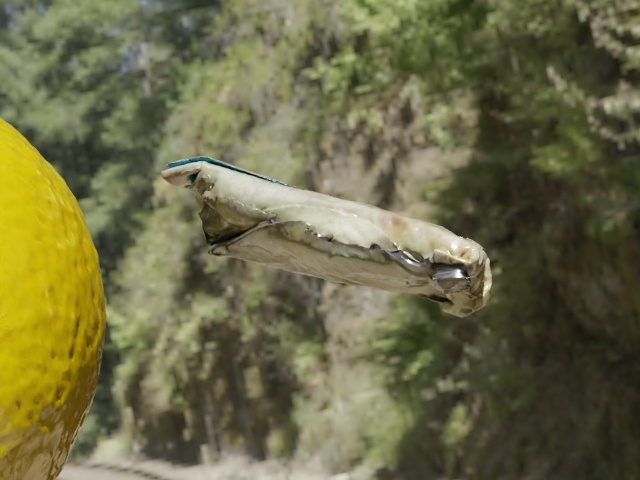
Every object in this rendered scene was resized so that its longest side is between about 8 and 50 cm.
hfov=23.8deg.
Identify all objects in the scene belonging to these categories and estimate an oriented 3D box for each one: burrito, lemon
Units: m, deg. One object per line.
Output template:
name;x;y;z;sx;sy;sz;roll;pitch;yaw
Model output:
burrito;0.001;-0.002;0.694;0.171;0.042;0.051;12;-27;29
lemon;-0.179;0.038;0.602;0.187;0.244;0.187;1;-22;0
